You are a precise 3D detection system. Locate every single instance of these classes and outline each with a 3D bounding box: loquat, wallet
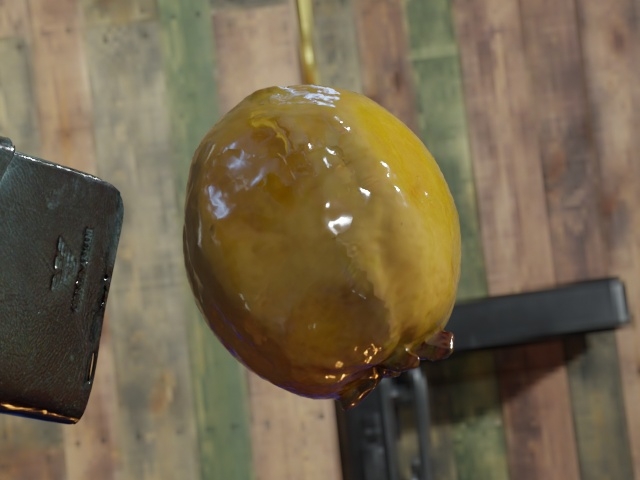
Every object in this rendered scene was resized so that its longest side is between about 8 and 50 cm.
[{"bbox_3d":[0.000,0.000,1.185,0.238,0.193,0.238,49,23,-29],"label":"loquat"},{"bbox_3d":[-0.237,0.012,0.928,0.318,0.045,0.172,18,85,-52],"label":"wallet"}]
